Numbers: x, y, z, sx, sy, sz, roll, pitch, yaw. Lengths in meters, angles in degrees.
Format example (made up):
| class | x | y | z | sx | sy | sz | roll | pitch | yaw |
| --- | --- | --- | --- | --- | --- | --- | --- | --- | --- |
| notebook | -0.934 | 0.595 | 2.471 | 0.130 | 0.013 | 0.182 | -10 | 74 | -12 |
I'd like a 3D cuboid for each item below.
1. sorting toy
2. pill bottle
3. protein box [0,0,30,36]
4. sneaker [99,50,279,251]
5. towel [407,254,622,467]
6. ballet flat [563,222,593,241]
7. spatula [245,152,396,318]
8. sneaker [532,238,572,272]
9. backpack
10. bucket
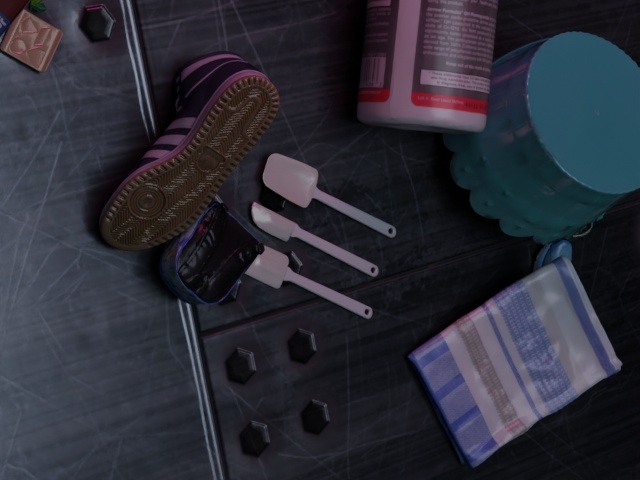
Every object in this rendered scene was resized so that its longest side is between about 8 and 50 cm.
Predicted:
| class | x | y | z | sx | sy | sz | roll | pitch | yaw |
| --- | --- | --- | --- | --- | --- | --- | --- | --- | --- |
| sorting toy | -0.340 | -0.250 | 1.859 | 0.062 | 0.012 | 0.083 | 28 | 78 | -27 |
| pill bottle | 0.149 | -0.307 | 2.089 | 0.176 | 0.176 | 0.319 | 5 | 92 | -35 |
| protein box | -0.453 | -0.271 | 1.665 | 0.200 | 0.201 | 0.136 | 44 | 67 | -27 |
| sneaker | -0.174 | -0.117 | 1.938 | 0.282 | 0.153 | 0.099 | -45 | 121 | 8 |
| towel | 0.284 | 0.174 | 2.239 | 0.285 | 0.034 | 0.209 | -31 | 108 | -13 |
| ballet flat | 0.331 | -0.055 | 2.298 | 0.188 | 0.070 | 0.070 | 25 | 77 | -32 |
| spatula | 0.000 | 0.000 | 2.095 | 0.242 | 0.019 | 0.168 | 25 | 75 | -32 |
| sneaker | 0.355 | 0.077 | 2.310 | 0.063 | 0.073 | 0.162 | 13 | 83 | -34 |
| backpack | -0.147 | 0.022 | 1.952 | 0.105 | 0.084 | 0.114 | 46 | 62 | -27 |
| bucket | 0.334 | -0.149 | 2.184 | 0.281 | 0.183 | 0.281 | 11 | 67 | -27 |
